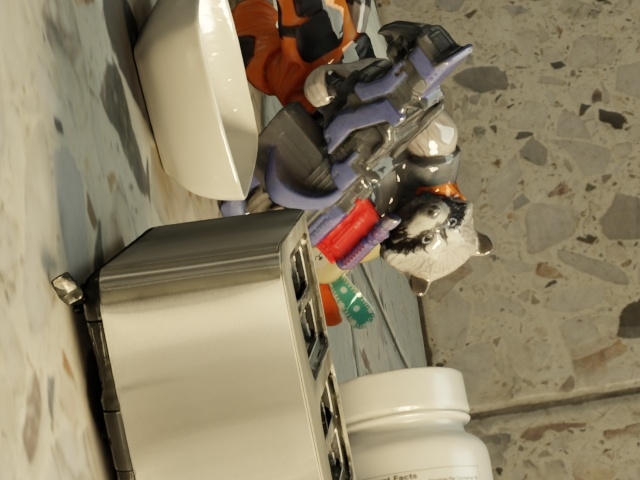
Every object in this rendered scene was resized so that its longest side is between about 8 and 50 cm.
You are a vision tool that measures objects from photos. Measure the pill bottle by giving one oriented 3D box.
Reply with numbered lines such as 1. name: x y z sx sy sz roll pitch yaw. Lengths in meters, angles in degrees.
1. pill bottle: 0.092 0.273 1.566 0.160 0.160 0.283 59 22 -72

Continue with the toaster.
1. toaster: -0.052 0.076 0.857 0.185 0.110 0.168 -58 137 -80

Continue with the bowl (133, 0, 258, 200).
1. bowl: -0.084 -0.104 1.096 0.142 0.053 0.142 -86 165 -66

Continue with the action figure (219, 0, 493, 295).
1. action figure: 0.036 -0.124 1.188 0.341 0.178 0.330 -31 -98 57

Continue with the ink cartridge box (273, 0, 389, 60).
1. ink cartridge box: -0.059 -0.302 1.531 0.385 0.091 0.308 52 18 -37

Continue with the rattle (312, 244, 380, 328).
1. rattle: 0.000 0.000 1.619 0.143 0.130 0.199 -23 131 -71
